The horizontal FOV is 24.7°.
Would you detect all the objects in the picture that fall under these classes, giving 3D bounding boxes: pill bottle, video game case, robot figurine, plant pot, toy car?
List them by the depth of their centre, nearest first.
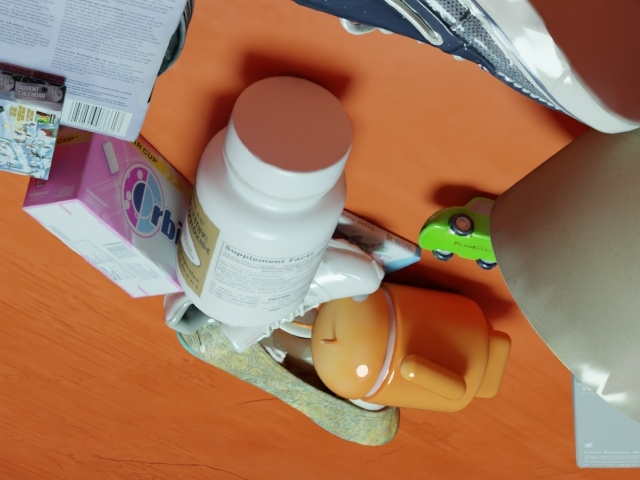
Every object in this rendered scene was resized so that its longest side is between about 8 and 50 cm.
[{"bbox_3d":[0.310,-0.031,1.091,0.256,0.256,0.274,24,126,-27],"label":"plant pot"},{"bbox_3d":[-0.048,-0.033,1.276,0.131,0.131,0.229,12,145,-8],"label":"pill bottle"},{"bbox_3d":[0.203,0.000,1.360,0.225,0.053,0.239,13,151,-8],"label":"toy car"},{"bbox_3d":[0.000,0.000,1.453,0.166,0.015,0.119,25,147,-30],"label":"video game case"},{"bbox_3d":[0.085,0.108,1.495,0.219,0.158,0.128,10,140,-22],"label":"robot figurine"}]

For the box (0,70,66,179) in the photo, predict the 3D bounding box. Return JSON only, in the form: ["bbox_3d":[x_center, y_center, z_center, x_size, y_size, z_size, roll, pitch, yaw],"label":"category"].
[{"bbox_3d":[-0.261,-0.096,1.195,0.094,0.027,0.137,12,156,-11],"label":"box"}]

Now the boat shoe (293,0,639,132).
[{"bbox_3d":[0.085,-0.180,1.007,0.158,0.127,0.340,-12,139,44],"label":"boat shoe"}]

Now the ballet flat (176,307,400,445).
[{"bbox_3d":[-0.002,0.131,1.606,0.123,0.123,0.348,-20,141,41],"label":"ballet flat"}]

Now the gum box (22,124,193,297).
[{"bbox_3d":[-0.183,-0.033,1.342,0.062,0.107,0.188,-7,148,27],"label":"gum box"}]

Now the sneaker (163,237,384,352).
[{"bbox_3d":[-0.049,0.058,1.433,0.232,0.115,0.090,-4,150,23],"label":"sneaker"}]

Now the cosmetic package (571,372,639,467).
[{"bbox_3d":[0.308,0.138,1.430,0.127,0.107,0.238,-3,155,11],"label":"cosmetic package"}]

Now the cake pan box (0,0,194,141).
[{"bbox_3d":[-0.232,-0.185,1.119,0.266,0.070,0.246,14,154,-10],"label":"cake pan box"}]
